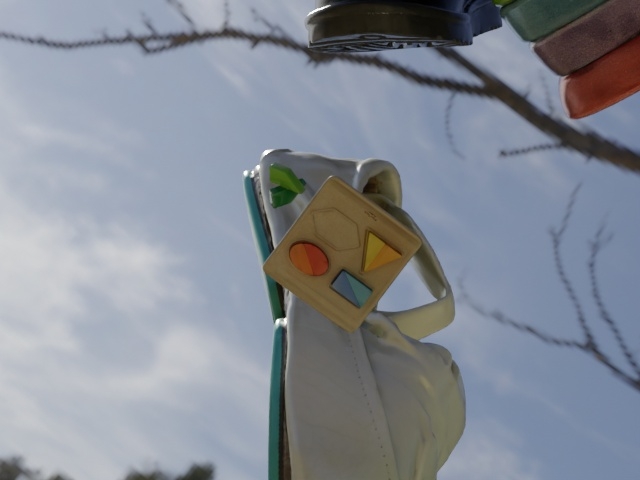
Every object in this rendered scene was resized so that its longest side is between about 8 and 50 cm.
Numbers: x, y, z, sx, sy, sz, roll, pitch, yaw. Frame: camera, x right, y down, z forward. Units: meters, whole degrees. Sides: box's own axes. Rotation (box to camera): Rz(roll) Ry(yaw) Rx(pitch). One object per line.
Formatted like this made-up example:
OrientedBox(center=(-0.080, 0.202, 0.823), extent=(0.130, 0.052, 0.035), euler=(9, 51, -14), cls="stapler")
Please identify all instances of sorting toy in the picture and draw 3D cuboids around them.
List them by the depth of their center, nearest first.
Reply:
OrientedBox(center=(0.000, 0.000, 0.725), extent=(0.083, 0.062, 0.012), euler=(36, 11, -6), cls="sorting toy")

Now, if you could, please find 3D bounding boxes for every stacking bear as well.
OrientedBox(center=(0.182, -0.253, 1.113), extent=(0.289, 0.164, 0.175), euler=(58, -5, -5), cls="stacking bear")

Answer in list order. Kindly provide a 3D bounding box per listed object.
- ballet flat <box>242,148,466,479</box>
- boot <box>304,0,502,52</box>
OrientedBox(center=(0.025, 0.068, 0.923), extent=(0.139, 0.400, 0.139), euler=(-3, -51, -4), cls="ballet flat")
OrientedBox(center=(0.063, -0.294, 1.251), extent=(0.131, 0.348, 0.260), euler=(-3, -79, 16), cls="boot")
